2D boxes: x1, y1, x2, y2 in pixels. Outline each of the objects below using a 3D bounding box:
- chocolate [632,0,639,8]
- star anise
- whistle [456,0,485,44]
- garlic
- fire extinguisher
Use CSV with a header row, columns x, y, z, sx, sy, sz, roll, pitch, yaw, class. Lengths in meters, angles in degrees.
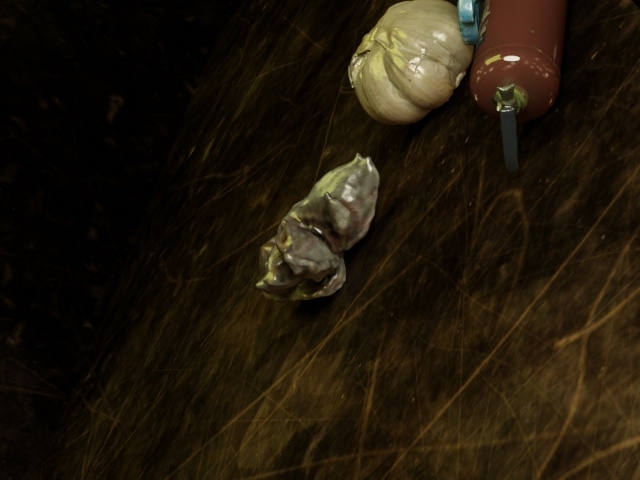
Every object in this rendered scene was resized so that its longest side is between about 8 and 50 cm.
x,y,z,sx,sy,sz,roll,pitch,yaw,class
0.363,-0.333,0.984,0.331,0.384,0.383,-55,16,32,chocolate
0.000,0.000,1.841,0.316,0.139,0.359,-44,5,19,star anise
0.224,-0.390,1.728,0.269,0.093,0.180,42,-131,-69,whistle
0.138,-0.286,1.871,0.228,0.152,0.228,-45,18,19,garlic
0.261,-0.245,1.533,0.114,0.135,0.337,-2,44,19,fire extinguisher
